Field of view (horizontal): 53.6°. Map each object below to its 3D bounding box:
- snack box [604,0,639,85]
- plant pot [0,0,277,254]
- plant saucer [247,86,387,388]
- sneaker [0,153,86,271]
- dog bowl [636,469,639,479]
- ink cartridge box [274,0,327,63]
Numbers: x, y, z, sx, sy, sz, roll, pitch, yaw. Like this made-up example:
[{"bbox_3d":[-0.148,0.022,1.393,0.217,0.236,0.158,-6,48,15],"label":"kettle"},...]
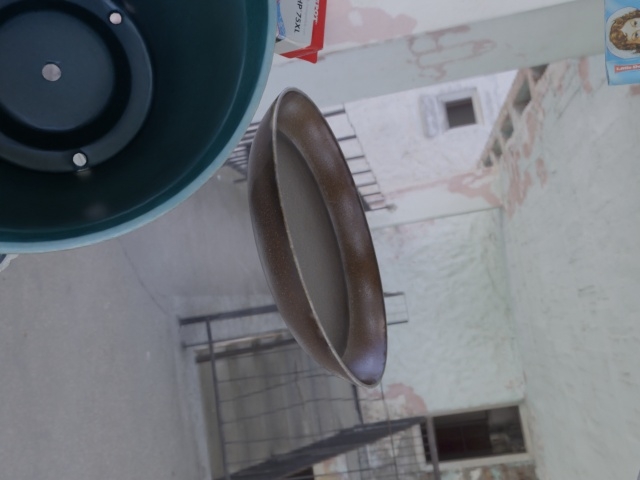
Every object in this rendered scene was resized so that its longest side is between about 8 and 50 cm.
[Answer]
[{"bbox_3d":[0.405,-0.331,0.678,0.060,0.187,0.321,31,61,-59],"label":"snack box"},{"bbox_3d":[-0.195,-0.138,0.435,0.255,0.272,0.271,-167,-115,-70],"label":"plant pot"},{"bbox_3d":[0.000,0.000,0.650,0.310,0.050,0.310,-15,90,-73],"label":"plant saucer"},{"bbox_3d":[-0.418,-0.032,0.792,0.107,0.275,0.110,50,13,-1],"label":"sneaker"},{"bbox_3d":[0.402,0.221,0.456,0.102,0.349,0.348,61,14,-17],"label":"dog bowl"},{"bbox_3d":[-0.065,-0.332,0.849,0.231,0.078,0.134,5,89,-41],"label":"ink cartridge box"}]
